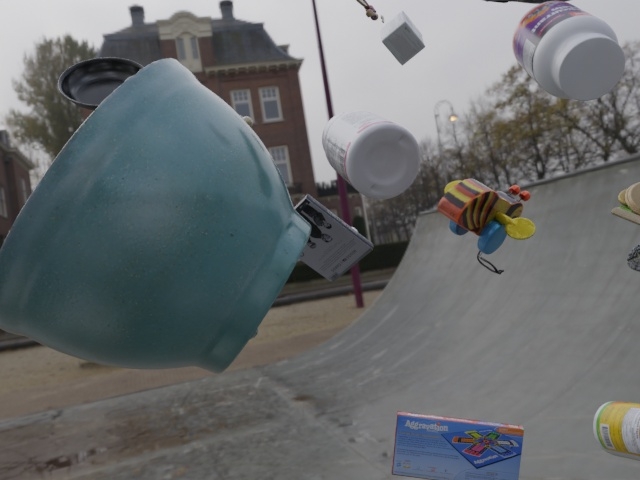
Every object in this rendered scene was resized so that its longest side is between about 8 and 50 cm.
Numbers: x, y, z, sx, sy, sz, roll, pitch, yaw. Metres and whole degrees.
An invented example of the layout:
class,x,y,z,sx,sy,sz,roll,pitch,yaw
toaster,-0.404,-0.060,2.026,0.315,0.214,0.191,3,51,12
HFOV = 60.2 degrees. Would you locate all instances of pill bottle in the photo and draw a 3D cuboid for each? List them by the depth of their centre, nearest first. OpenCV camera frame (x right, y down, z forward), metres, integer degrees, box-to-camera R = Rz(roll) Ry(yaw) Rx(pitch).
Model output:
class,x,y,z,sx,sy,sz,roll,pitch,yaw
pill bottle,0.341,-0.261,0.764,0.108,0.108,0.193,-9,31,9
pill bottle,0.100,-0.205,1.241,0.160,0.160,0.283,-8,23,-11
pill bottle,0.799,0.466,1.329,0.136,0.136,0.246,-8,-9,-17

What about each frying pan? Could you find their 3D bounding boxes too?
class,x,y,z,sx,sy,sz,roll,pitch,yaw
frying pan,-0.423,-0.354,1.260,0.326,0.197,0.053,0,-42,-8

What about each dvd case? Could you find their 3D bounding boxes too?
class,x,y,z,sx,sy,sz,roll,pitch,yaw
dvd case,0.000,0.000,1.530,0.179,0.239,0.029,-42,20,32

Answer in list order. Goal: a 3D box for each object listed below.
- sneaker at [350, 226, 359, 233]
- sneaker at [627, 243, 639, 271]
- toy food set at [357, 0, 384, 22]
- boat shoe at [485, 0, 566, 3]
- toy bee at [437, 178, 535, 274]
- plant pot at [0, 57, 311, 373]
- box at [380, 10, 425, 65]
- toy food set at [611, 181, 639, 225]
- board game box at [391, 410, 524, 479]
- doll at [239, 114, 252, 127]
class,x,y,z,sx,sy,sz,roll,pitch,yaw
sneaker,0.066,-0.004,1.673,0.073,0.063,0.162,-35,31,-21
sneaker,0.478,0.037,0.721,0.058,0.052,0.135,20,7,-23
toy food set,0.118,-0.618,1.458,0.019,0.122,0.078,-42,23,30
boat shoe,0.305,-0.449,0.933,0.285,0.102,0.092,22,50,19
toy bee,0.336,-0.061,1.102,0.162,0.195,0.298,-52,-17,2
plant pot,-0.133,0.007,0.537,0.196,0.293,0.293,34,-10,-7
box,0.237,-0.586,1.600,0.087,0.102,0.101,-34,31,27
toy food set,0.735,-0.083,1.223,0.132,0.038,0.192,32,61,28
board game box,0.309,0.477,1.256,0.281,0.145,0.027,5,5,6
doll,-0.291,-0.353,1.653,0.189,0.046,0.129,9,35,18
